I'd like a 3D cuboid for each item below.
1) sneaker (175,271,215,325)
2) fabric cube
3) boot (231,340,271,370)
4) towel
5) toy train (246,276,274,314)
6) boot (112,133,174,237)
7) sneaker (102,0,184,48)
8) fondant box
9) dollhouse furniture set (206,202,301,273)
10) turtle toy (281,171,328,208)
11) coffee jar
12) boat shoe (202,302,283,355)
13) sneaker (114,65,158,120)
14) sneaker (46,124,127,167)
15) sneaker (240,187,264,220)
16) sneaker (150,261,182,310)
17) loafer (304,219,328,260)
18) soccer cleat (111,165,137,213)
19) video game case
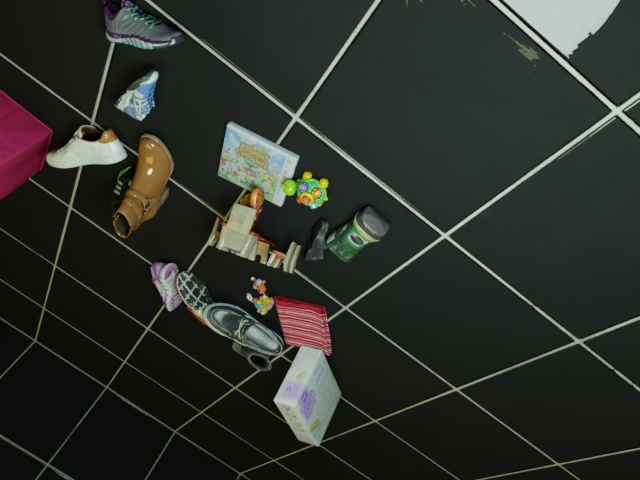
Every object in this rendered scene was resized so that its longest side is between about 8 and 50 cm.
[{"bbox_3d":[-0.487,0.238,1.955,0.118,0.107,0.279,-1,128,41],"label":"sneaker"},{"bbox_3d":[-1.084,-0.304,1.638,0.259,0.258,0.254,39,137,-11],"label":"fabric cube"},{"bbox_3d":[-0.240,0.456,1.970,0.189,0.076,0.208,28,165,-32],"label":"boot"},{"bbox_3d":[-0.063,0.316,1.852,0.198,0.031,0.275,10,134,20],"label":"towel"},{"bbox_3d":[-0.209,0.195,1.808,0.125,0.046,0.166,54,149,11],"label":"toy train"},{"bbox_3d":[-0.547,-0.159,1.515,0.109,0.220,0.283,26,137,3],"label":"boot"},{"bbox_3d":[-0.435,-0.523,1.216,0.223,0.083,0.098,13,130,18],"label":"sneaker"},{"bbox_3d":[-0.039,0.596,1.931,0.096,0.238,0.330,7,138,28],"label":"fondant box"},{"bbox_3d":[-0.201,-0.012,1.509,0.262,0.135,0.259,18,176,12],"label":"dollhouse furniture set"},{"bbox_3d":[-0.041,-0.134,1.384,0.130,0.066,0.095,23,137,7],"label":"turtle toy"},{"bbox_3d":[0.105,-0.018,1.408,0.096,0.079,0.184,41,137,-10],"label":"coffee jar"},{"bbox_3d":[-0.280,0.329,1.898,0.335,0.121,0.119,27,168,-11],"label":"boat shoe"},{"bbox_3d":[-0.478,-0.397,1.369,0.081,0.080,0.211,41,146,-22],"label":"sneaker"},{"bbox_3d":[-0.748,-0.302,1.586,0.290,0.106,0.123,-3,123,18],"label":"sneaker"},{"bbox_3d":[-0.204,-0.106,1.470,0.067,0.064,0.175,26,156,-3],"label":"sneaker"},{"bbox_3d":[-0.601,0.170,1.962,0.104,0.095,0.236,19,132,21],"label":"sneaker"},{"bbox_3d":[0.000,0.000,1.506,0.061,0.062,0.170,10,142,-12],"label":"loafer"},{"bbox_3d":[-0.616,-0.158,1.596,0.072,0.179,0.060,-24,146,37],"label":"soccer cleat"},{"bbox_3d":[-0.179,-0.209,1.418,0.212,0.023,0.193,27,137,2],"label":"video game case"}]
